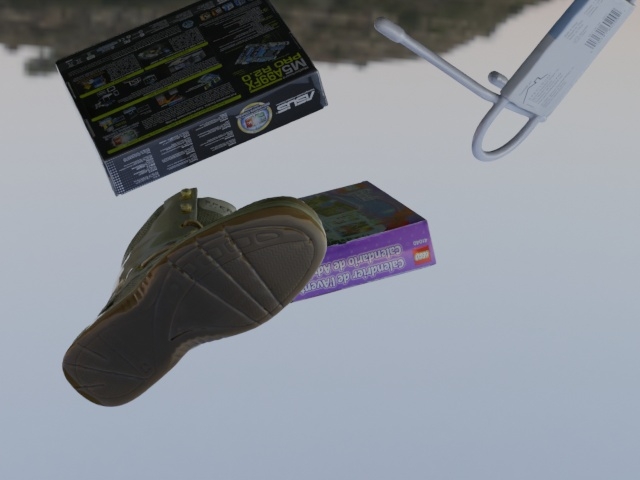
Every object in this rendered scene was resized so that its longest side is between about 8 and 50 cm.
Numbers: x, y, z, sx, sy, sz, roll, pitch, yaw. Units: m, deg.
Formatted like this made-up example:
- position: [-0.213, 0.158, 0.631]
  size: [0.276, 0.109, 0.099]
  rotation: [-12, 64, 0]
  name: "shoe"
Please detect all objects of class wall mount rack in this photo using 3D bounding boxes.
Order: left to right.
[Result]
- position: [0.241, -0.270, 1.922]
  size: [0.130, 0.350, 0.304]
  rotation: [47, -162, 29]
  name: "wall mount rack"

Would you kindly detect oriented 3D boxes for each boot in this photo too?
- position: [-0.076, 0.009, 1.108]
  size: [0.213, 0.077, 0.165]
  rotation: [-35, -163, 25]
  name: "boot"

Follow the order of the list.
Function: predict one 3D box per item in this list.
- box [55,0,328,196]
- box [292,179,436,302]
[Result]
- position: [-0.156, -0.185, 1.906]
  size: [0.270, 0.060, 0.216]
  rotation: [-24, -134, -8]
  name: "box"
- position: [0.000, 0.000, 1.902]
  size: [0.201, 0.057, 0.293]
  rotation: [-15, -167, -8]
  name: "box"
